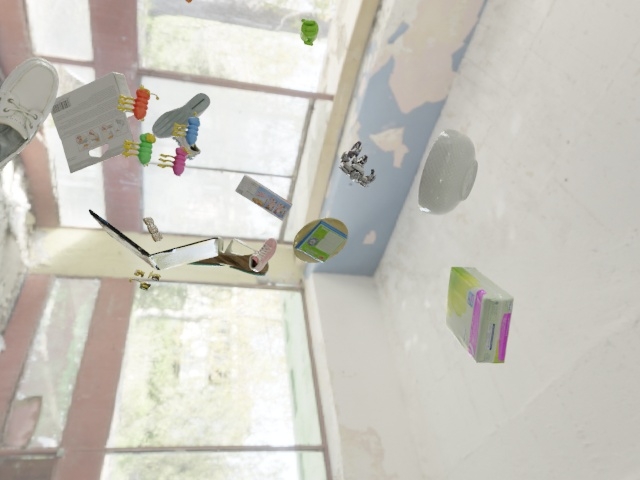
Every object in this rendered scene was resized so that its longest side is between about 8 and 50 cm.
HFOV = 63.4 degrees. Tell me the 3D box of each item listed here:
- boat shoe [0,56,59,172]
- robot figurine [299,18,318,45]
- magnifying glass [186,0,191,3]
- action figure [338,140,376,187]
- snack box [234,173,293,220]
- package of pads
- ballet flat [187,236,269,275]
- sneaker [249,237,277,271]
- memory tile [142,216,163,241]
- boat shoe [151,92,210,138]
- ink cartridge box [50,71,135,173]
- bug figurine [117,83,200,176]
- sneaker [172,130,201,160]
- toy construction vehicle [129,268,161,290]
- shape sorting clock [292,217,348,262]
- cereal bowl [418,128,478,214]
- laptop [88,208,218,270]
[{"bbox_3d":[-0.612,-0.238,1.041,0.096,0.098,0.277,31,-89,52],"label":"boat shoe"},{"bbox_3d":[-0.043,-0.783,1.945,0.115,0.067,0.101,155,-74,-82],"label":"robot figurine"},{"bbox_3d":[-0.419,-0.684,1.297,0.092,0.231,0.026,-18,-132,47],"label":"magnifying glass"},{"bbox_3d":[0.166,-0.342,2.342,0.099,0.185,0.285,-35,-158,23],"label":"action figure"},{"bbox_3d":[-0.179,-0.135,1.638,0.064,0.178,0.022,-56,-173,17],"label":"snack box"},{"bbox_3d":[0.500,0.236,1.660,0.296,0.101,0.229,-115,-154,-72],"label":"package of pads"},{"bbox_3d":[-0.352,0.052,1.955,0.116,0.342,0.124,6,91,-73],"label":"ballet flat"},{"bbox_3d":[-0.201,0.049,1.793,0.134,0.051,0.070,-58,164,4],"label":"sneaker"},{"bbox_3d":[-0.682,-0.047,2.111,0.113,0.012,0.148,65,-4,-6],"label":"memory tile"},{"bbox_3d":[-0.451,-0.395,1.695,0.083,0.226,0.076,52,-23,-4],"label":"boat shoe"},{"bbox_3d":[-0.762,-0.393,1.763,0.066,0.296,0.261,-26,100,-70],"label":"ink cartridge box"},{"bbox_3d":[-0.431,-0.294,1.439,0.072,0.279,0.216,0,-101,31],"label":"bug figurine"},{"bbox_3d":[-0.517,-0.395,1.957,0.083,0.191,0.071,-13,-148,42],"label":"sneaker"},{"bbox_3d":[-0.669,0.143,1.981,0.086,0.098,0.035,-76,-168,-46],"label":"toy construction vehicle"},{"bbox_3d":[0.000,0.000,1.819,0.040,0.206,0.206,-122,-143,-45],"label":"shape sorting clock"},{"bbox_3d":[0.506,-0.249,1.981,0.339,0.141,0.339,-42,142,-44],"label":"cereal bowl"},{"bbox_3d":[-0.399,-0.013,1.280,0.136,0.264,0.234,-53,-178,-17],"label":"laptop"}]
